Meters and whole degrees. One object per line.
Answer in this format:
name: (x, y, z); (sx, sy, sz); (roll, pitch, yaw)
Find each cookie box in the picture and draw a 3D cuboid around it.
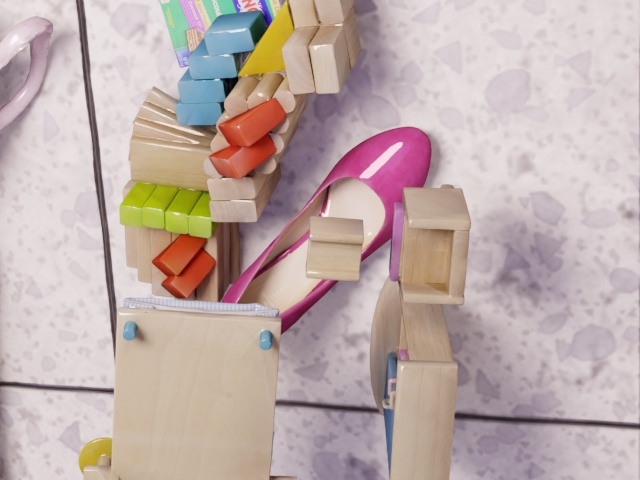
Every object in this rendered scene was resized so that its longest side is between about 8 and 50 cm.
cookie box: (-0.080, -0.205, 1.329); (0.107, 0.040, 0.092); (-11, 105, 20)

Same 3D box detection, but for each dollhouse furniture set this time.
dollhouse furniture set: (-0.045, 0.077, 1.282); (0.303, 0.198, 0.287); (2, 110, -2)

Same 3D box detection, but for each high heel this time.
high heel: (0.000, 0.000, 1.331); (0.244, 0.117, 0.082); (-41, 93, 25)

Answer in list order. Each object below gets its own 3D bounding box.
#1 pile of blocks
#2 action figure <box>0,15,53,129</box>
pile of blocks: (-0.091, -0.081, 1.305); (0.149, 0.113, 0.362); (29, 122, -3)
action figure: (-0.403, -0.026, 1.343); (0.275, 0.370, 0.248); (11, 152, -4)
